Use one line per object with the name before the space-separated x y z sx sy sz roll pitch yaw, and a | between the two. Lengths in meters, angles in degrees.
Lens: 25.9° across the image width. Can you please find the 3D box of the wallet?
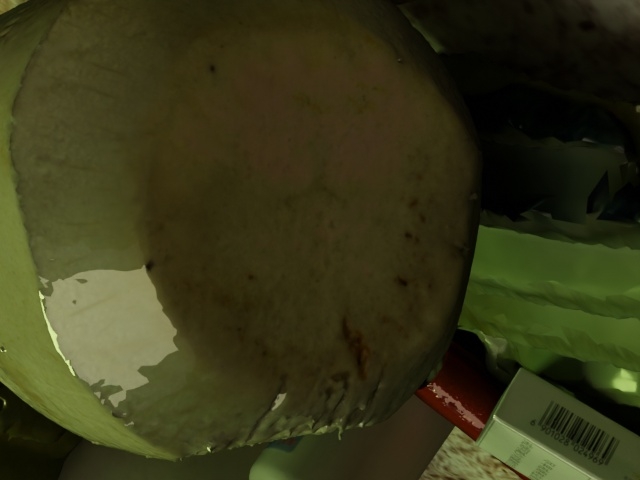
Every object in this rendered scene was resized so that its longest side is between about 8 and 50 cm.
wallet | 0.146 0.139 0.901 0.204 0.045 0.142 38 -179 -1

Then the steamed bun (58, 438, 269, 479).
steamed bun | -0.158 0.170 1.195 0.309 0.309 0.309 32 158 15

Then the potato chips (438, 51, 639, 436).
potato chips | 0.197 0.047 0.658 0.358 0.070 0.429 44 161 -26

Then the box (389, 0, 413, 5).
box | -0.064 -0.204 0.584 0.269 0.043 0.152 48 160 -23

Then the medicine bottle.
medicine bottle | 0.016 0.159 0.991 0.103 0.186 0.103 32 158 15

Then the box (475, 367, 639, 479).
box | 0.164 0.132 0.772 0.154 0.040 0.084 30 161 9

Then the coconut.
coconut | -0.051 -0.015 0.598 0.241 0.241 0.241 32 158 15

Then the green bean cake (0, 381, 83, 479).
green bean cake | -0.343 0.102 1.040 0.310 0.285 0.202 27 180 35
